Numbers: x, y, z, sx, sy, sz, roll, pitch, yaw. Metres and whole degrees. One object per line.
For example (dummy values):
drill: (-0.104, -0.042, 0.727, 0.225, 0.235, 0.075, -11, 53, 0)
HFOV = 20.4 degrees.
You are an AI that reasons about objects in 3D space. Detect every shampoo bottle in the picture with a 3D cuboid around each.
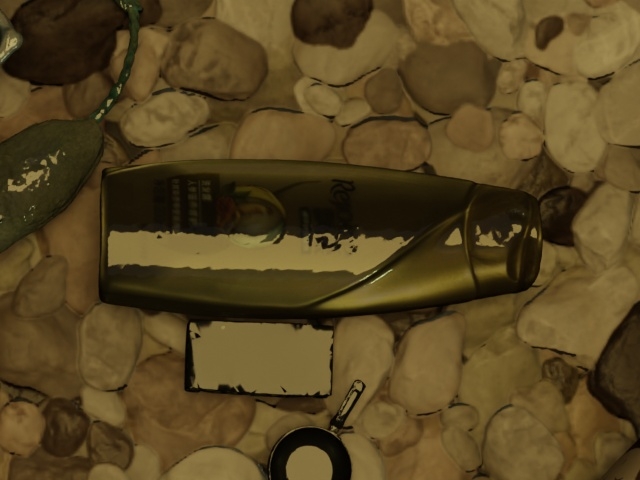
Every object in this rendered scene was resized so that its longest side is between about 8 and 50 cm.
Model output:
shampoo bottle: (0.000, 0.000, 1.411, 0.350, 0.084, 0.125, 2, 73, -7)

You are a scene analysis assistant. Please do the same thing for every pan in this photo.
pan: (0.003, 0.162, 1.416, 0.068, 0.023, 0.115, 32, 82, -1)

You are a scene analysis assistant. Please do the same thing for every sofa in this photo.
sofa: (-0.049, 0.095, 1.413, 0.118, 0.039, 0.060, 3, 80, -6)

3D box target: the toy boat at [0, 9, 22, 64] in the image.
toy boat: (-0.383, -0.174, 1.359, 0.309, 0.142, 0.129, 9, 80, -7)

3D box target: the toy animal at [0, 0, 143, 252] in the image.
toy animal: (-0.202, -0.092, 1.410, 0.079, 0.070, 0.253, 37, 76, -17)

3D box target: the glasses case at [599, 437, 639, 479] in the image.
glasses case: (0.230, 0.237, 1.383, 0.082, 0.122, 0.321, 42, 79, 6)
